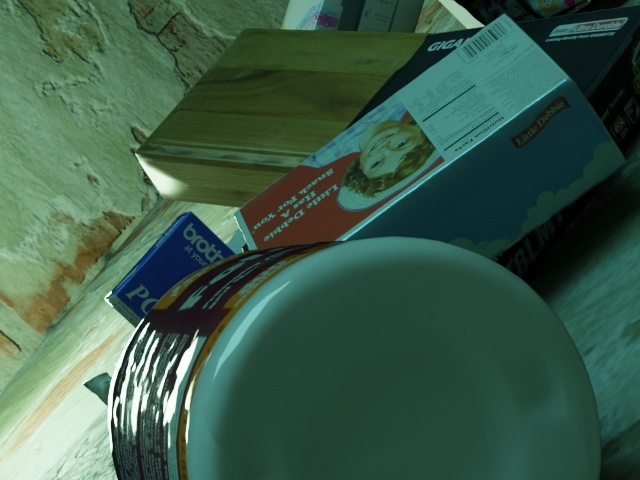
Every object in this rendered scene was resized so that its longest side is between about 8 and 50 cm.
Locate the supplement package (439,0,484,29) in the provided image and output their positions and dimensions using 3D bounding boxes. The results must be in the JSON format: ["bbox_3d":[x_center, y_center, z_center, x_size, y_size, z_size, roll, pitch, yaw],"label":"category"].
[{"bbox_3d":[0.251,-0.427,2.439,0.293,0.177,0.175,-49,10,-13],"label":"supplement package"}]

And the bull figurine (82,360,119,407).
[{"bbox_3d":[-0.102,0.174,1.549,0.101,0.188,0.310,-28,2,-41],"label":"bull figurine"}]

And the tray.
[{"bbox_3d":[0.021,-0.120,1.950,0.411,0.076,0.203,6,48,45],"label":"tray"}]

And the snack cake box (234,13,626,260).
[{"bbox_3d":[0.076,-0.038,1.458,0.264,0.089,0.152,-36,29,4],"label":"snack cake box"}]

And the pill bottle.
[{"bbox_3d":[-0.005,0.113,1.182,0.224,0.224,0.392,-48,10,-12],"label":"pill bottle"}]

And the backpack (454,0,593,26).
[{"bbox_3d":[0.257,-0.336,2.060,0.225,0.191,0.253,-49,15,-23],"label":"backpack"}]

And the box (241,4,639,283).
[{"bbox_3d":[0.118,-0.069,1.636,0.295,0.073,0.293,2,47,53],"label":"box"}]

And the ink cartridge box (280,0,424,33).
[{"bbox_3d":[0.027,-0.239,2.247,0.207,0.119,0.353,179,110,-76],"label":"ink cartridge box"}]

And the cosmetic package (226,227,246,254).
[{"bbox_3d":[-0.050,0.070,1.795,0.085,0.117,0.231,-16,16,20],"label":"cosmetic package"}]

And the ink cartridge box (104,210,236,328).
[{"bbox_3d":[-0.070,0.082,1.633,0.097,0.207,0.046,-49,10,-17],"label":"ink cartridge box"}]
